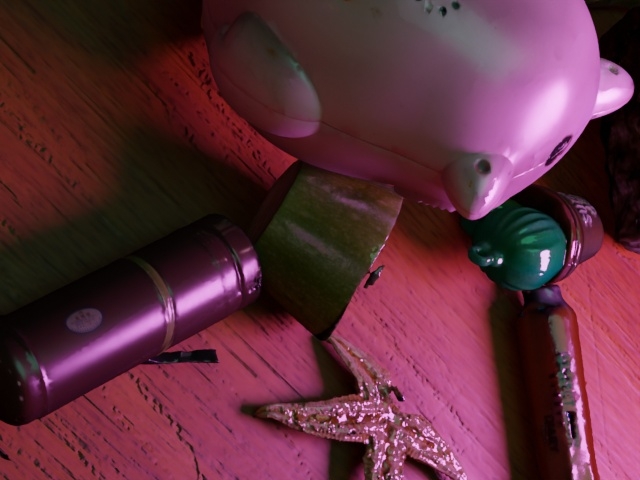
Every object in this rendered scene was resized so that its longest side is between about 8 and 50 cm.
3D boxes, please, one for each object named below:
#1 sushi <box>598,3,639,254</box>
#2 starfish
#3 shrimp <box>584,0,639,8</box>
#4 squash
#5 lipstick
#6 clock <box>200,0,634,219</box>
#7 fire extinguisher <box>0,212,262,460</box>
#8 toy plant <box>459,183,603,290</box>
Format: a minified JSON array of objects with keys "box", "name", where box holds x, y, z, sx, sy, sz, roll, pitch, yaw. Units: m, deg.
[{"box":[0.465,-0.126,1.765,0.281,0.299,0.294,-5,79,-6],"name":"sushi"},{"box":[0.058,0.211,1.568,0.247,0.050,0.138,48,61,-13],"name":"starfish"},{"box":[0.343,-0.338,1.880,0.178,0.034,0.124,-7,78,-30],"name":"shrimp"},{"box":[0.000,0.000,1.510,0.123,0.170,0.170,33,63,-10],"name":"squash"},{"box":[0.270,0.256,1.683,0.077,0.077,0.418,-2,80,-34],"name":"lipstick"},{"box":[0.087,-0.209,1.453,0.377,0.250,0.368,40,54,20],"name":"clock"},{"box":[-0.202,0.094,1.383,0.341,0.105,0.141,-29,95,-37],"name":"fire extinguisher"},{"box":[0.217,-0.008,1.675,0.200,0.105,0.143,-5,40,-42],"name":"toy plant"}]
